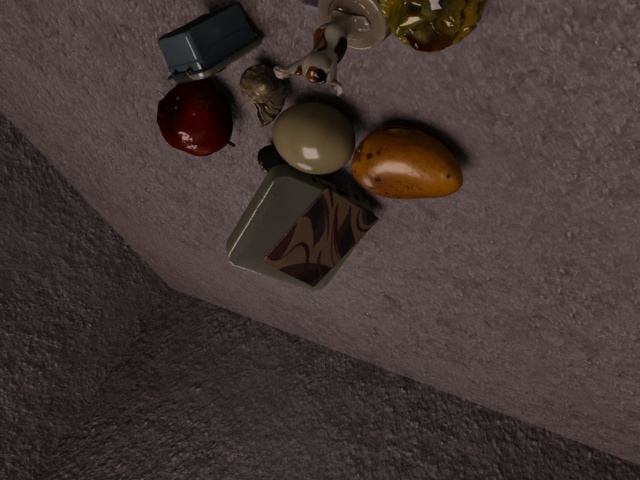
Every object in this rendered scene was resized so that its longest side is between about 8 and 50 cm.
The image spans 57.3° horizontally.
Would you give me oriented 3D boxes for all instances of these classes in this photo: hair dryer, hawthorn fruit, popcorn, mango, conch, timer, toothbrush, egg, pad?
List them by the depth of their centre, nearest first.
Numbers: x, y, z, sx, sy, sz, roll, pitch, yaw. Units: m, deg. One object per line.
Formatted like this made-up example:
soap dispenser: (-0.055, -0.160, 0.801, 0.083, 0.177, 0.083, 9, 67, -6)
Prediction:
popcorn: (0.195, -0.436, 1.014, 0.189, 0.169, 0.218, 21, 144, 9)
timer: (0.033, -0.398, 1.145, 0.175, 0.266, 0.175, 26, 155, 13)
toothbrush: (-0.145, -0.568, 1.321, 0.354, 0.024, 0.029, 23, 163, 16)
mango: (0.215, -0.191, 1.464, 0.290, 0.160, 0.191, 16, 143, 22)
egg: (-0.020, -0.271, 1.541, 0.242, 0.186, 0.186, 25, 157, 37)
conch: (-0.160, -0.379, 1.555, 0.130, 0.155, 0.207, 14, 178, -14)
hawthorn fruit: (-0.361, -0.346, 1.775, 0.230, 0.210, 0.266, 6, 157, 38)
pad: (0.000, 0.000, 1.808, 0.220, 0.004, 0.330, 28, 117, -30)
hair dryer: (-0.046, -0.217, 1.820, 0.197, 0.089, 0.251, -3, 148, 47)

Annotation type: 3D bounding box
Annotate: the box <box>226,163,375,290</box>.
box: (-0.063, -0.031, 1.829, 0.367, 0.090, 0.373, 21, 120, -27)

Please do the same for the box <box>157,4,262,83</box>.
box: (-0.270, -0.471, 1.420, 0.162, 0.227, 0.130, 6, 131, 43)
